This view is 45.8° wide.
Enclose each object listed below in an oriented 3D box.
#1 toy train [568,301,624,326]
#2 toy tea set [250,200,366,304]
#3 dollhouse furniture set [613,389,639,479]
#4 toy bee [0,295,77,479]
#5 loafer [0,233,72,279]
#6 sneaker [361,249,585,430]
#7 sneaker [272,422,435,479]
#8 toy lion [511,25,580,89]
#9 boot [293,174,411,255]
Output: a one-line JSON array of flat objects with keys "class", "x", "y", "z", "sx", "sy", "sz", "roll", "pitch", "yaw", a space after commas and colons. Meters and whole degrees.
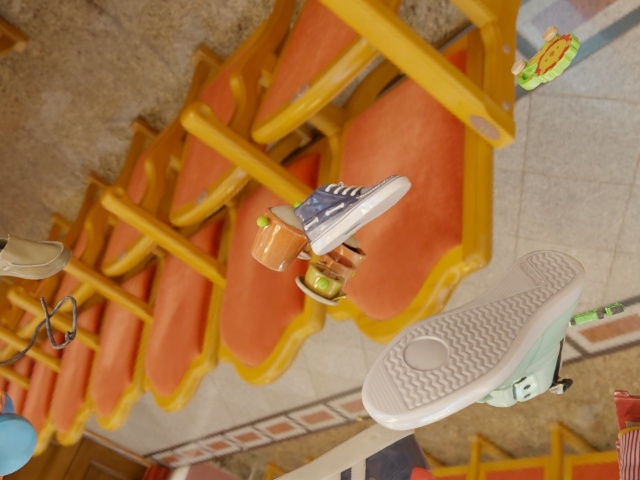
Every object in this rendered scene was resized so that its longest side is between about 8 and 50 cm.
[{"class": "toy train", "x": 0.392, "y": 0.107, "z": 1.080, "sx": 0.083, "sy": 0.017, "sz": 0.024, "roll": -19, "pitch": 176, "yaw": 16}, {"class": "toy tea set", "x": 0.000, "y": 0.000, "z": 1.411, "sx": 0.200, "sy": 0.336, "sz": 0.124, "roll": 31, "pitch": 103, "yaw": 6}, {"class": "dollhouse furniture set", "x": 0.521, "y": 0.289, "z": 0.843, "sx": 0.374, "sy": 0.201, "sz": 0.152, "roll": -3, "pitch": 112, "yaw": 23}, {"class": "toy bee", "x": -0.410, "y": 0.196, "z": 0.849, "sx": 0.195, "sy": 0.298, "sz": 0.162, "roll": -7, "pitch": 161, "yaw": 44}, {"class": "loafer", "x": -0.431, "y": 0.021, "z": 1.082, "sx": 0.148, "sy": 0.056, "sz": 0.050, "roll": -4, "pitch": 136, "yaw": 6}, {"class": "sneaker", "x": 0.149, "y": 0.129, "z": 0.699, "sx": 0.094, "sy": 0.256, "sz": 0.151, "roll": 35, "pitch": 143, "yaw": 41}, {"class": "sneaker", "x": 0.003, "y": 0.340, "z": 0.893, "sx": 0.148, "sy": 0.350, "sz": 0.131, "roll": 58, "pitch": 149, "yaw": 18}, {"class": "toy lion", "x": 0.314, "y": -0.248, "z": 1.050, "sx": 0.034, "sy": 0.096, "sz": 0.100, "roll": 32, "pitch": 123, "yaw": -17}, {"class": "boot", "x": 0.042, "y": -0.062, "z": 1.144, "sx": 0.190, "sy": 0.069, "sz": 0.086, "roll": -37, "pitch": 75, "yaw": 24}]
